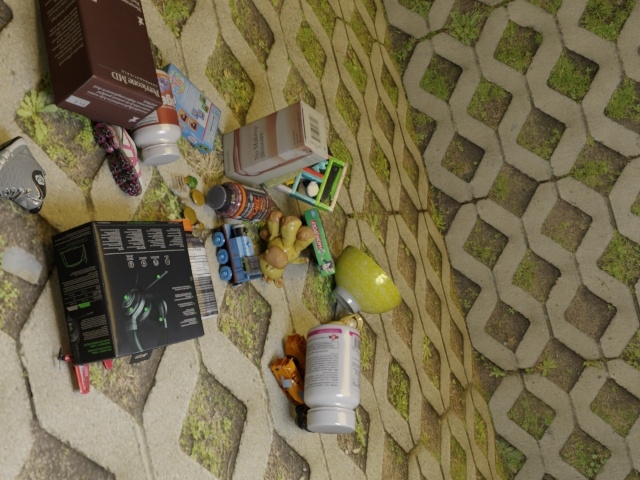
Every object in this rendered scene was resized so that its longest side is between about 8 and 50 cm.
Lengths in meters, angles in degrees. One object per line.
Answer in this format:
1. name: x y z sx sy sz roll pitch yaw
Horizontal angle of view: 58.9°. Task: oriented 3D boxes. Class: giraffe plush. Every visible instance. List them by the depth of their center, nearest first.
1. giraffe plush: -0.133 0.039 1.721 0.170 0.181 0.210 -54 158 -43

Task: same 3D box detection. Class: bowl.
1. bowl: 0.140 0.174 2.062 0.156 0.289 0.289 -42 121 -12

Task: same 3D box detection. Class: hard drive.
1. hard drive: -0.004 -0.261 2.164 0.172 0.054 0.254 62 31 -22

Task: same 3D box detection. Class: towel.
1. towel: -0.139 -0.235 1.850 0.148 0.027 0.110 -31 88 -24

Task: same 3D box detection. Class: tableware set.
1. tableware set: -0.348 -0.101 1.525 0.104 0.024 0.154 -11 85 -64

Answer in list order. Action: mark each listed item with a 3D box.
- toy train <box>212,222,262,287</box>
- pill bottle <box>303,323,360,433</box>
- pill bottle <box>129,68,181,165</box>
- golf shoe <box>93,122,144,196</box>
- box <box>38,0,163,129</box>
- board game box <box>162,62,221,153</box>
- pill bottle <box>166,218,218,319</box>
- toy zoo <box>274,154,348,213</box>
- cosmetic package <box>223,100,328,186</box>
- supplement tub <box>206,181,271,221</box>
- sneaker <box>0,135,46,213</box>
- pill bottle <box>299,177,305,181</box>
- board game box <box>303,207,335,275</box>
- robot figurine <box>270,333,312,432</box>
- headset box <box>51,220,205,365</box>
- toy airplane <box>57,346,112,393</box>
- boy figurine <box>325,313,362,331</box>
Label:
1. toy train: -0.230 0.036 1.572 0.080 0.105 0.184 -2 78 -61
2. pill bottle: 0.034 0.396 1.624 0.160 0.160 0.283 39 45 -46
3. pill bottle: -0.414 -0.302 1.404 0.121 0.121 0.216 -7 83 -61
4. golf shoe: -0.455 -0.196 1.337 0.086 0.067 0.186 -38 109 -61
5. box: -0.499 -0.462 1.270 0.191 0.143 0.381 9 62 -58
6. board game box: -0.372 -0.368 1.594 0.211 0.039 0.160 43 41 -44
7. pill bottle: -0.330 0.074 1.356 0.130 0.130 0.245 -2 78 -60
8. toy zoo: -0.065 -0.234 1.909 0.293 0.030 0.192 24 70 -14
9. cosmetic package: -0.138 -0.282 1.694 0.129 0.296 0.153 19 58 -55
10. supplement tub: -0.236 -0.111 1.637 0.198 0.106 0.106 7 70 -58
11. sneaker: -0.582 -0.087 1.048 0.132 0.086 0.228 59 32 -30
12. pill bottle: -0.100 -0.279 1.973 0.086 0.086 0.152 0 77 -60
13. board game box: 0.000 0.000 1.910 0.317 0.046 0.213 -48 122 -88
14. robot figurine: -0.039 0.440 1.727 0.291 0.085 0.211 61 33 -22
15. headset box: -0.387 0.109 1.174 0.246 0.131 0.283 -5 81 -60
16. toy airplane: -0.466 0.230 1.147 0.151 0.028 0.151 33 50 -51
17. boy figurine: 0.067 0.354 1.951 0.177 0.092 0.285 63 34 -14
